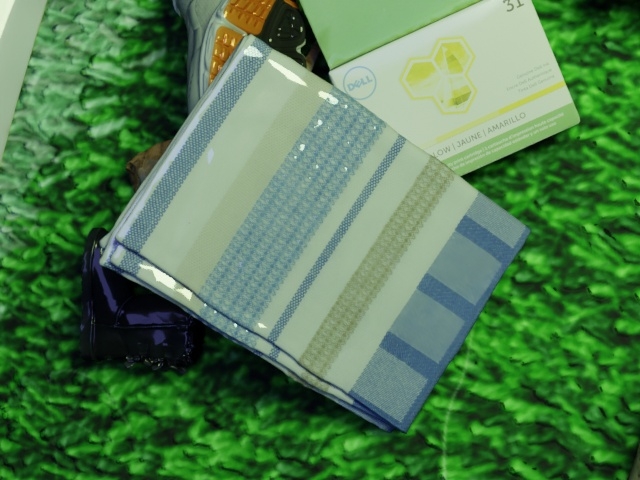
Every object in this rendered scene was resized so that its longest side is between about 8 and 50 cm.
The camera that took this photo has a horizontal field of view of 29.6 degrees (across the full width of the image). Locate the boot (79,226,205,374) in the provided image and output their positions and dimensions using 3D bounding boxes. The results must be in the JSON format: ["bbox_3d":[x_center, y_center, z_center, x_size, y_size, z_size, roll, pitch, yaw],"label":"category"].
[{"bbox_3d":[-0.147,0.050,1.008,0.099,0.045,0.121,1,86,12],"label":"boot"}]

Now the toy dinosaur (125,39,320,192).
[{"bbox_3d":[-0.067,-0.089,1.013,0.211,0.064,0.112,-29,74,2],"label":"toy dinosaur"}]

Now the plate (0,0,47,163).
[{"bbox_3d":[-0.399,-0.176,1.095,0.277,0.045,0.278,12,80,12],"label":"plate"}]

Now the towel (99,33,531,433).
[{"bbox_3d":[0.000,0.000,0.939,0.285,0.034,0.209,33,88,-14],"label":"towel"}]

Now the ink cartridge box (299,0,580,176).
[{"bbox_3d":[0.082,-0.168,0.968,0.171,0.056,0.235,-24,100,5],"label":"ink cartridge box"}]

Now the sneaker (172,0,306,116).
[{"bbox_3d":[-0.080,-0.191,1.019,0.121,0.099,0.262,-11,62,42],"label":"sneaker"}]

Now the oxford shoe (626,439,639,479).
[{"bbox_3d":[0.261,0.213,0.863,0.123,0.130,0.348,9,80,11],"label":"oxford shoe"}]
